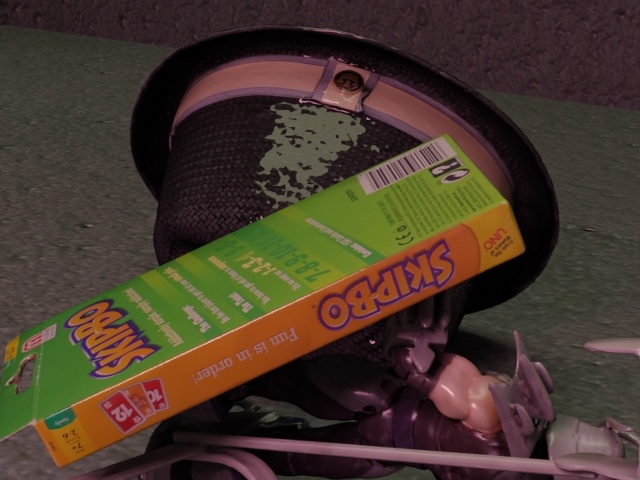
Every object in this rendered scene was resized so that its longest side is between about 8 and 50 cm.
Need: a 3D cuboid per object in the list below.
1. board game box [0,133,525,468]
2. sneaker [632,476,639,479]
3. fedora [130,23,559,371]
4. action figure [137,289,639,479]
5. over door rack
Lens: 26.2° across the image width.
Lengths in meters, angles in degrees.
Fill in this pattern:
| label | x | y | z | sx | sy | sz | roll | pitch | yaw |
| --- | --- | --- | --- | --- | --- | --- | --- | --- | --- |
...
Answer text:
| label | x | y | z | sx | sy | sz | roll | pitch | yaw |
| --- | --- | --- | --- | --- | --- | --- | --- | --- | --- |
| board game box | -0.037 | 0.028 | 0.674 | 0.259 | 0.039 | 0.124 | -23 | 20 | 0 |
| sneaker | 0.085 | 0.160 | 0.442 | 0.295 | 0.178 | 0.124 | -1 | 15 | -12 |
| fedora | 0.000 | 0.000 | 1.008 | 0.334 | 0.334 | 0.152 | 8 | 51 | 17 |
| action figure | 0.032 | 0.093 | 0.727 | 0.285 | 0.185 | 0.099 | 4 | 35 | 25 |
| over door rack | -0.046 | 0.136 | 0.550 | 0.324 | 0.108 | 0.239 | -19 | -4 | 44 |
